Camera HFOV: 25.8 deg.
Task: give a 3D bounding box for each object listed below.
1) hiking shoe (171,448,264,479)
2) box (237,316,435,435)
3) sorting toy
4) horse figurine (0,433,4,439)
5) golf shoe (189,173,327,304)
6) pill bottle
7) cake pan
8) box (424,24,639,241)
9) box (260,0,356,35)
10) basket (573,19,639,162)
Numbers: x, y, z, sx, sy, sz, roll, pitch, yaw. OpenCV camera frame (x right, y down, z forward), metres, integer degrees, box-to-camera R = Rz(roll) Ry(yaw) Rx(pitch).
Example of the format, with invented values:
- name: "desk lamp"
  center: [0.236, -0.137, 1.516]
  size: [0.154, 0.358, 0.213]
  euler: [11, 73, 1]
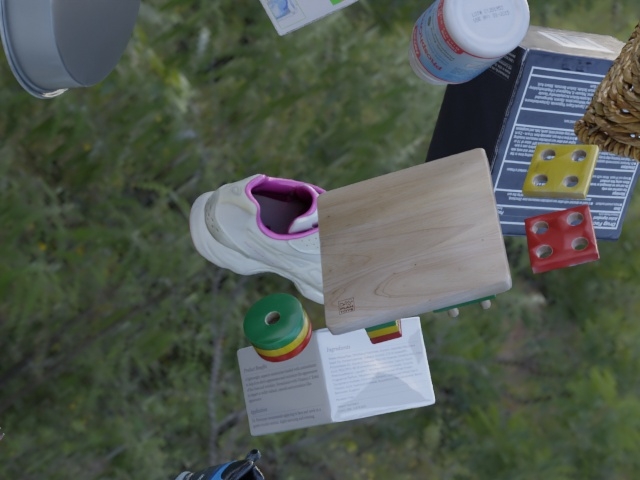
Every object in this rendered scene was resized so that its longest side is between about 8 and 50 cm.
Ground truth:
- name: "hiking shoe"
  center: [-0.121, 0.418, 1.828]
  size: [0.113, 0.132, 0.304]
  euler: [47, 23, -49]
- name: "box"
  center: [0.019, 0.177, 1.817]
  size: [0.182, 0.181, 0.119]
  euler: [-5, 81, -39]
- name: "sorting toy"
  center: [0.078, 0.007, 1.018]
  size: [0.046, 0.275, 0.132]
  euler: [62, 17, -45]
- name: "horse figurine"
  center: [-0.556, 0.348, 1.896]
  size: [0.263, 0.175, 0.066]
  euler: [-56, 136, -65]
- name: "golf shoe"
  center: [0.000, 0.000, 1.680]
  size: [0.306, 0.140, 0.115]
  euler: [14, 61, -27]
- name: "pill bottle"
  center: [0.143, -0.208, 1.411]
  size: [0.087, 0.087, 0.160]
  euler: [54, -16, -1]
- name: "cake pan"
  center: [-0.262, -0.296, 1.526]
  size: [0.293, 0.054, 0.293]
  euler: [11, 90, -77]
- name: "box"
  center: [0.342, -0.168, 2.148]
  size: [0.296, 0.294, 0.183]
  euler: [3, 23, -30]
- name: "box"
  center: [-0.028, -0.321, 1.346]
  size: [0.203, 0.103, 0.114]
  euler: [60, 36, -15]
- name: "basket"
  center: [0.441, -0.189, 1.424]
  size: [0.213, 0.223, 0.299]
  euler: [36, 56, -1]
